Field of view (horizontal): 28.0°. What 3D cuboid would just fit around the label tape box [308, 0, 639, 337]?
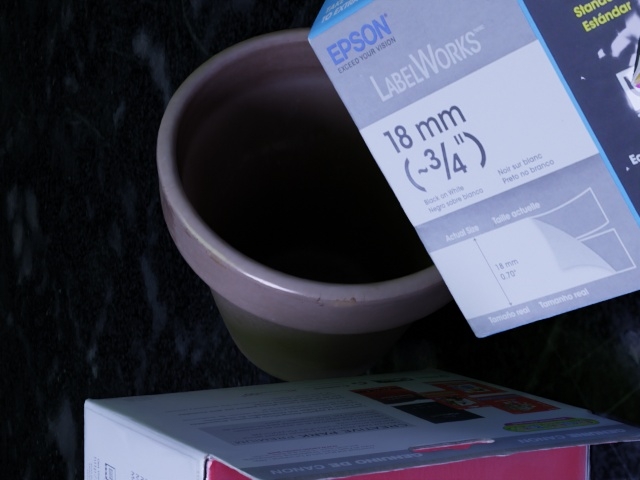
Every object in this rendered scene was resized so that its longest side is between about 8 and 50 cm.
[{"bbox_3d":[0.120,-0.130,0.754,0.241,0.106,0.333,-24,98,47],"label":"label tape box"}]

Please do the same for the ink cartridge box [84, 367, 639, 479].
[{"bbox_3d":[0.028,0.179,0.889,0.272,0.310,0.130,7,97,60],"label":"ink cartridge box"}]

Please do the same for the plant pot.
[{"bbox_3d":[0.000,0.000,1.025,0.229,0.263,0.263,101,152,-53],"label":"plant pot"}]

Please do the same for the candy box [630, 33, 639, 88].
[{"bbox_3d":[0.229,-0.185,0.582,0.159,0.071,0.233,152,133,-65],"label":"candy box"}]
